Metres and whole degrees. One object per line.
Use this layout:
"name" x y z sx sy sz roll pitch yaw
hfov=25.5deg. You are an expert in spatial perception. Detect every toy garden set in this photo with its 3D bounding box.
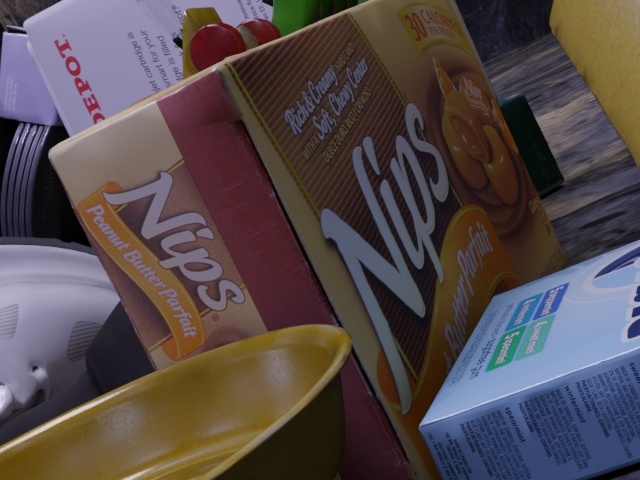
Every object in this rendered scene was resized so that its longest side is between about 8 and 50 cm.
"toy garden set" -0.044 -0.034 0.826 0.049 0.244 0.204 12 15 16

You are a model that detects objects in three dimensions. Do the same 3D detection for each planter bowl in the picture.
"planter bowl" -0.070 0.115 0.437 0.217 0.090 0.217 -25 7 3

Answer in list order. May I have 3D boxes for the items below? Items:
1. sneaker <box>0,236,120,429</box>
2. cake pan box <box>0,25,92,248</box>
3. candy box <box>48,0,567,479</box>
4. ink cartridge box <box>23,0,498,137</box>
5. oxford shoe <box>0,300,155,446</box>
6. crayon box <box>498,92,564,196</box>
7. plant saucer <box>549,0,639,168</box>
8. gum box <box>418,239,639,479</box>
"sneaker" -0.240 0.138 0.785 0.447 0.257 0.169 0 -49 -36
"cake pan box" -0.174 -0.047 1.184 0.070 0.246 0.267 9 6 29
"candy box" 0.019 -0.010 0.663 0.087 0.183 0.316 -23 7 25
"ink cartridge box" -0.045 -0.125 1.002 0.273 0.198 0.115 -20 9 29
"oxford shoe" -0.098 0.103 0.672 0.212 0.076 0.076 -44 -32 27
"crayon box" 0.000 0.000 1.089 0.323 0.083 0.203 -30 8 -24
"plant saucer" 0.305 -0.175 0.817 0.333 0.081 0.333 -25 28 8
"gum box" 0.141 0.027 0.528 0.184 0.041 0.157 -22 7 21
